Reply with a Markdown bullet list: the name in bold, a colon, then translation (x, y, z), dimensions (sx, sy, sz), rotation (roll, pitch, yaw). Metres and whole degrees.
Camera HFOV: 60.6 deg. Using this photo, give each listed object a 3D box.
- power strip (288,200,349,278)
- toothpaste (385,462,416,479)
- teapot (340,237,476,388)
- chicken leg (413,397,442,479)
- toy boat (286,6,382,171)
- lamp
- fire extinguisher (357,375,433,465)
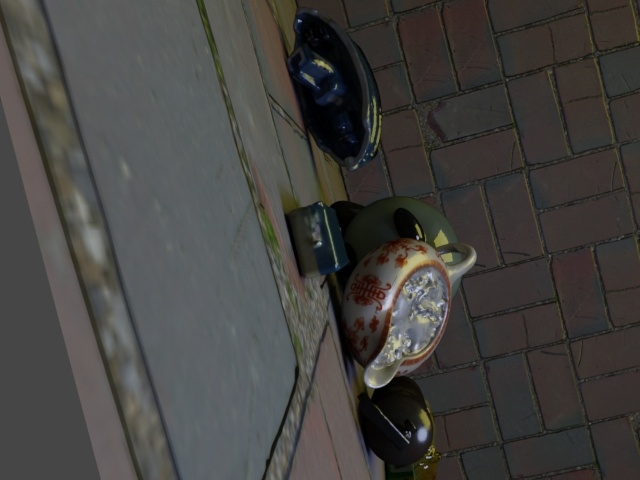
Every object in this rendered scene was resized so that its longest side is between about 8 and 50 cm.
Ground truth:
- **power strip**: translation (0.000, 0.000, 0.464), dimensions (0.123, 0.032, 0.056), rotation (0, 75, -84)
- **toothpaste**: translation (0.102, 0.310, 0.668), dimensions (0.178, 0.037, 0.043), rotation (7, 67, -84)
- **teapot**: translation (0.098, 0.070, 0.642), dimensions (0.116, 0.245, 0.159), rotation (2, -51, 54)
- **chicken leg**: translation (0.144, 0.328, 0.807), dimensions (0.103, 0.088, 0.228), rotation (174, -100, -79)
- **toy boat**: translation (0.013, -0.247, 0.883), dimensions (0.142, 0.129, 0.309), rotation (2, 65, -49)
- **lamp**: translation (0.105, 0.023, 0.832), dimensions (0.244, 0.197, 0.198), rotation (34, -36, 62)
- **fire extinguisher**: translation (0.082, 0.195, 0.623), dimensions (0.089, 0.072, 0.267), rotation (49, 1, 11)
